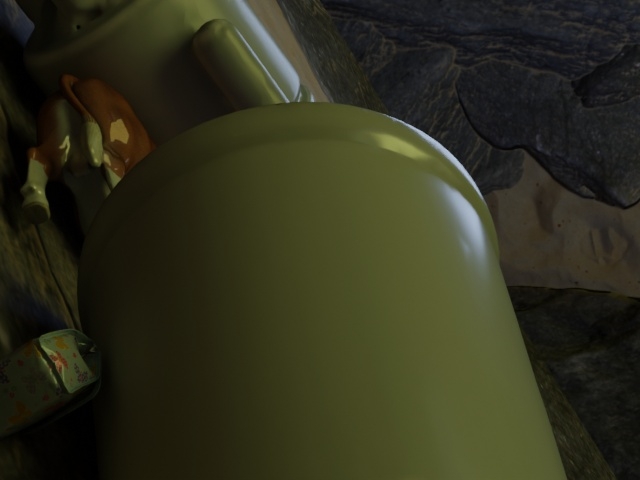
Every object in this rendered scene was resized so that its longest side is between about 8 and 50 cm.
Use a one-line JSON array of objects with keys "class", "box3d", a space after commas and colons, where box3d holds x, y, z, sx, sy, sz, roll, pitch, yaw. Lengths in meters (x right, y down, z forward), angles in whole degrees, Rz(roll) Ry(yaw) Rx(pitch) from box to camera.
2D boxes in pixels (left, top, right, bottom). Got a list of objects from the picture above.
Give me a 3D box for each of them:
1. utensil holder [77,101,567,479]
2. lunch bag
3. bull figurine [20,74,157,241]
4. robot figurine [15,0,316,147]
[{"class": "utensil holder", "box3d": [0.005, 0.147, 1.168, 0.327, 0.328, 0.385, 49, 17, -39]}, {"class": "lunch bag", "box3d": [-0.185, 0.095, 1.117, 0.053, 0.071, 0.083, 59, 12, 2]}, {"class": "bull figurine", "box3d": [-0.141, 0.004, 1.426, 0.310, 0.101, 0.188, 53, 17, -25]}, {"class": "robot figurine", "box3d": [-0.132, -0.139, 1.556, 0.353, 0.200, 0.300, 54, -21, -25]}]
